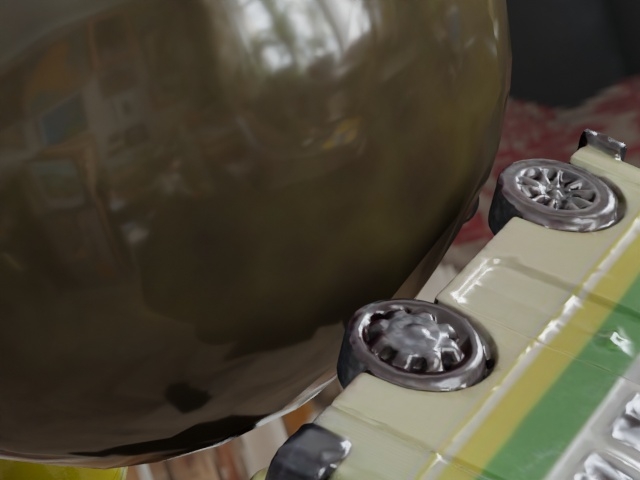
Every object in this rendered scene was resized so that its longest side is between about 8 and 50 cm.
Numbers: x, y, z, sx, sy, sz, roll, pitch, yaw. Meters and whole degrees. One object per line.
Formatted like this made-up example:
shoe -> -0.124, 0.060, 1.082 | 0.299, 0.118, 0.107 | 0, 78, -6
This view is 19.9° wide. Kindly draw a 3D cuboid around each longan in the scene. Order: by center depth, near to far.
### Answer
longan -> -0.092, -0.085, 0.870 | 0.404, 0.404, 0.336 | -22, 16, -13

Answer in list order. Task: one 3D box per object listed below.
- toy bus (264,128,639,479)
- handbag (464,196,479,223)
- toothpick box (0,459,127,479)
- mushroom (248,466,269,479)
toy bus -> 0.104, 0.094, 0.747 | 0.179, 0.143, 0.305 | 25, 35, 19
handbag -> 0.000, 0.000, 1.793 | 0.244, 0.088, 0.275 | -3, 16, 37
toothpick box -> -0.258, 0.121, 1.409 | 0.175, 0.271, 0.175 | -4, 55, 6
mushroom -> -0.025, 0.258, 1.306 | 0.107, 0.333, 0.087 | -9, 57, -15
